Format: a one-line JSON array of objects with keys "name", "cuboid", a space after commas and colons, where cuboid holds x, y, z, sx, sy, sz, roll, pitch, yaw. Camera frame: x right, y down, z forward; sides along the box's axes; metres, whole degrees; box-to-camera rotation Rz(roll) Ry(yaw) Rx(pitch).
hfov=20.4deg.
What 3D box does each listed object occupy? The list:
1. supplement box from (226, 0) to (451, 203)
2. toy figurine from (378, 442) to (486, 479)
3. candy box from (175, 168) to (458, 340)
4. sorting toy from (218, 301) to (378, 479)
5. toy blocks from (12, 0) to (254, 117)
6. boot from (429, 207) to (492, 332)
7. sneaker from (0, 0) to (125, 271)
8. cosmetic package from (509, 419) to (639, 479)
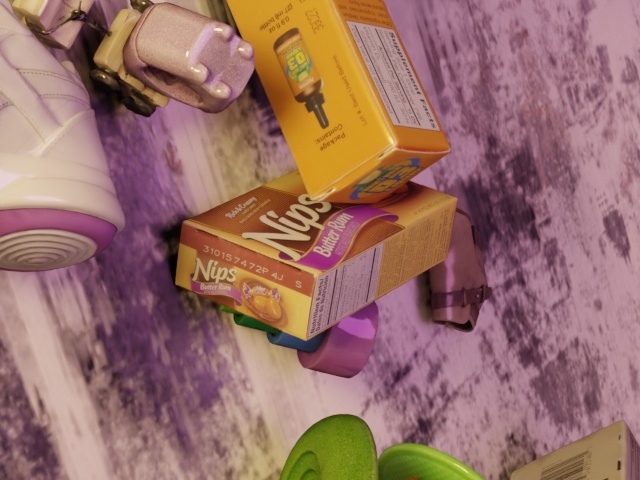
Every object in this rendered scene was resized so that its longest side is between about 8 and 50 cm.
[{"name": "supplement box", "cuboid": [-0.001, -0.141, 1.207, 0.080, 0.078, 0.233, 5, 58, -53]}, {"name": "toy figurine", "cuboid": [0.053, 0.259, 1.274, 0.159, 0.130, 0.173, -47, 146, -31]}, {"name": "candy box", "cuboid": [0.000, 0.000, 1.215, 0.187, 0.109, 0.053, -25, 131, -53]}, {"name": "sorting toy", "cuboid": [-0.044, 0.188, 1.163, 0.126, 0.127, 0.365, 15, 66, -21]}, {"name": "toy blocks", "cuboid": [-0.050, -0.254, 1.006, 0.288, 0.260, 0.309, 36, 75, -39]}, {"name": "boot", "cuboid": [0.099, 0.022, 1.409, 0.118, 0.042, 0.087, 26, 66, -48]}, {"name": "sneaker", "cuboid": [-0.231, -0.079, 0.947, 0.305, 0.114, 0.152, 23, 52, -54]}, {"name": "cosmetic package", "cuboid": [0.269, 0.318, 1.430, 0.309, 0.113, 0.160, 61, 15, -6]}]
